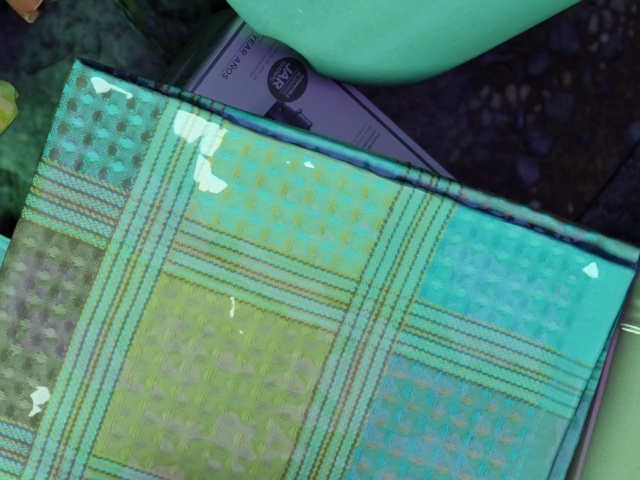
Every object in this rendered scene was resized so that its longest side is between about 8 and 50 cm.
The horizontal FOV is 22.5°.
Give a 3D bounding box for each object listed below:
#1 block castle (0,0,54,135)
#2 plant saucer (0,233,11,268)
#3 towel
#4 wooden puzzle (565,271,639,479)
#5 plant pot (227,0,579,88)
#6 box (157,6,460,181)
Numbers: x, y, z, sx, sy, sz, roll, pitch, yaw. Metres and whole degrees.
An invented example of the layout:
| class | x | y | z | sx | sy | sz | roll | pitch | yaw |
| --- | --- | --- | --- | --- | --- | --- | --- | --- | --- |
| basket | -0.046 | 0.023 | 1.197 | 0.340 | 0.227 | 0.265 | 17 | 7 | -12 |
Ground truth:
| class | x | y | z | sx | sy | sz | roll | pitch | yaw |
| --- | --- | --- | --- | --- | --- | --- | --- | --- | --- |
| block castle | -0.269 | -0.064 | 0.800 | 0.213 | 0.303 | 0.453 | 41 | 75 | -6 |
| plant saucer | -0.218 | 0.093 | 1.001 | 0.067 | 0.018 | 0.192 | 27 | 79 | -22 |
| towel | -0.014 | 0.073 | 0.962 | 0.370 | 0.040 | 0.271 | 19 | 93 | -9 |
| wooden puzzle | 0.256 | 0.153 | 1.010 | 0.221 | 0.044 | 0.238 | 16 | 97 | 19 |
| plant pot | 0.100 | -0.270 | 0.934 | 0.341 | 0.334 | 0.341 | 16 | 61 | -31 |
| box | 0.000 | 0.000 | 1.061 | 0.290 | 0.087 | 0.169 | 40 | 75 | -19 |
